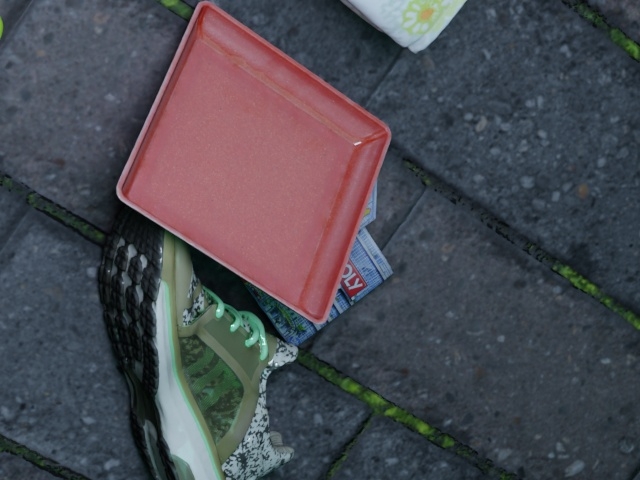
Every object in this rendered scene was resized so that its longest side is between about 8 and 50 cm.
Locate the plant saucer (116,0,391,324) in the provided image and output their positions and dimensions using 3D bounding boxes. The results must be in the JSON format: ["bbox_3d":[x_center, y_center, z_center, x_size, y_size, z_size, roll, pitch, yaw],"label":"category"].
[{"bbox_3d":[-0.071,-0.075,1.876,0.258,0.048,0.259,33,56,-21],"label":"plant saucer"}]

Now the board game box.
[{"bbox_3d":[0.000,0.000,2.011,0.194,0.060,0.194,-36,120,-3],"label":"board game box"}]

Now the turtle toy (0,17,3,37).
[{"bbox_3d":[-0.352,-0.234,1.769,0.095,0.066,0.130,-38,120,-3],"label":"turtle toy"}]

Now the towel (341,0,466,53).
[{"bbox_3d":[0.065,-0.400,1.744,0.374,0.090,0.320,37,94,-30],"label":"towel"}]

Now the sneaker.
[{"bbox_3d":[-0.119,0.113,1.978,0.182,0.158,0.410,-22,125,-22],"label":"sneaker"}]
